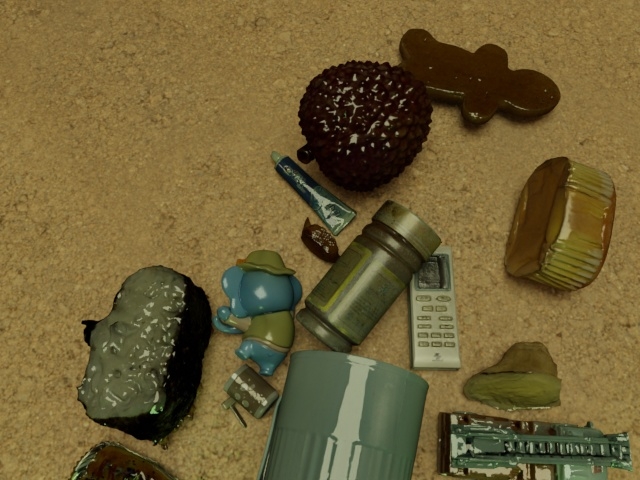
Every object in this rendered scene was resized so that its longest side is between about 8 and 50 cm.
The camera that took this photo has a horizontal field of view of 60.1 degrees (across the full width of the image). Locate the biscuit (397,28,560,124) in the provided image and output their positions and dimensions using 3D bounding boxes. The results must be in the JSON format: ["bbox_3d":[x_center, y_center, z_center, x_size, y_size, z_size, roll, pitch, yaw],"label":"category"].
[{"bbox_3d":[0.397,-0.405,1.438,0.433,0.064,0.282,16,60,7],"label":"biscuit"}]

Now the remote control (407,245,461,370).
[{"bbox_3d":[0.247,0.145,1.224,0.103,0.055,0.276,1,68,2],"label":"remote control"}]

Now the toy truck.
[{"bbox_3d":[0.404,0.400,1.045,0.339,0.184,0.132,5,69,4],"label":"toy truck"}]

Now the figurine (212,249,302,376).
[{"bbox_3d":[-0.134,0.146,1.188,0.180,0.153,0.261,14,65,-5],"label":"figurine"}]

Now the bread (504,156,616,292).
[{"bbox_3d":[0.540,-0.029,1.223,0.156,0.204,0.287,19,72,-9],"label":"bread"}]

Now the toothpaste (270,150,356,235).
[{"bbox_3d":[-0.029,-0.126,1.352,0.069,0.047,0.268,-38,75,-26],"label":"toothpaste"}]

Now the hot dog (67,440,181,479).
[{"bbox_3d":[-0.371,0.510,1.084,0.271,0.081,0.162,26,70,13],"label":"hot dog"}]

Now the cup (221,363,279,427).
[{"bbox_3d":[-0.152,0.328,1.153,0.099,0.074,0.102,37,74,15],"label":"cup"}]

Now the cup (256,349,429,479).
[{"bbox_3d":[0.005,0.379,0.980,0.332,0.256,0.310,1,63,26],"label":"cup"}]

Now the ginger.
[{"bbox_3d":[0.395,0.274,1.156,0.193,0.115,0.122,-4,46,8],"label":"ginger"}]

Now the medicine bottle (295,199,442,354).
[{"bbox_3d":[0.099,0.082,1.179,0.151,0.151,0.322,38,85,16],"label":"medicine bottle"}]

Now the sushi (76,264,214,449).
[{"bbox_3d":[-0.357,0.227,1.140,0.235,0.207,0.348,4,62,17],"label":"sushi"}]

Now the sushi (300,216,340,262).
[{"bbox_3d":[0.000,0.000,1.293,0.120,0.052,0.055,39,56,19],"label":"sushi"}]

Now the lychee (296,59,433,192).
[{"bbox_3d":[0.096,-0.261,1.264,0.331,0.306,0.305,-24,69,5],"label":"lychee"}]
